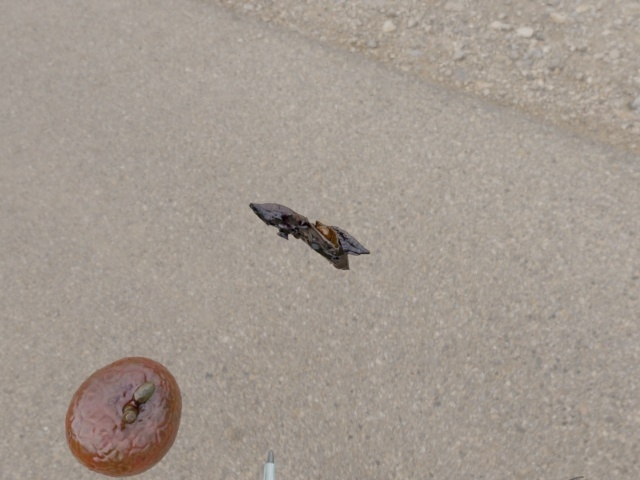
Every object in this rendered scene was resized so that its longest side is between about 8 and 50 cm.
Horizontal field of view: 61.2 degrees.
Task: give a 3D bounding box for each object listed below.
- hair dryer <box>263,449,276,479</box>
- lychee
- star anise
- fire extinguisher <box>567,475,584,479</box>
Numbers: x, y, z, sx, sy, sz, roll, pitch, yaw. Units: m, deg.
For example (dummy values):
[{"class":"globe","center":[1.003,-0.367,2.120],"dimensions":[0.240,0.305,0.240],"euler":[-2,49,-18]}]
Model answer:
[{"class":"hair dryer","center":[-0.127,0.543,1.171],"dimensions":[0.155,0.044,0.183],"euler":[-23,39,3]},{"class":"lychee","center":[-0.421,0.376,1.170],"dimensions":[0.255,0.300,0.255],"euler":[7,55,-11]},{"class":"star anise","center":[0.002,-0.004,0.862],"dimensions":[0.157,0.212,0.053],"euler":[13,71,47]},{"class":"fire extinguisher","center":[0.456,0.589,0.945],"dimensions":[0.135,0.114,0.337],"euler":[5,50,-7]}]
